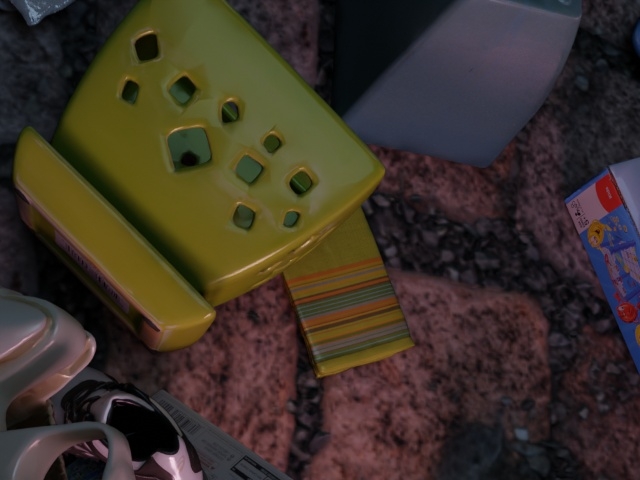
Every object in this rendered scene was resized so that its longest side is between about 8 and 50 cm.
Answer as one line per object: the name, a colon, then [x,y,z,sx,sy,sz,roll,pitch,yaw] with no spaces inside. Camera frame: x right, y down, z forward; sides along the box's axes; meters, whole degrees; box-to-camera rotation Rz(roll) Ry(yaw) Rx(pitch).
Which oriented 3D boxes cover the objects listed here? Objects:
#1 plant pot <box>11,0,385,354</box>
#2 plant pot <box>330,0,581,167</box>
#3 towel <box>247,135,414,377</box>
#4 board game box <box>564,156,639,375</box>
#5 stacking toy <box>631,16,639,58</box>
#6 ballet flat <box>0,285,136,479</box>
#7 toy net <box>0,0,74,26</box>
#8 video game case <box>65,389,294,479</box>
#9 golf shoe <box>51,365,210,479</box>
plant pot: [-0.112,-0.044,1.164,0.228,0.227,0.207,45,76,0]
plant pot: [0.130,-0.199,1.318,0.166,0.234,0.165,11,66,-18]
towel: [0.000,0.000,1.312,0.102,0.021,0.237,-13,75,-29]
board game box: [0.432,0.046,1.428,0.308,0.086,0.302,-14,76,-26]
stacking toy: [0.456,-0.237,1.425,0.175,0.302,0.165,-34,85,-28]
ballet flat: [-0.211,0.158,1.016,0.164,0.182,0.482,26,34,-54]
toy net: [-0.323,-0.225,1.257,0.232,0.045,0.122,-5,70,-25]
video game case: [-0.120,0.197,1.136,0.157,0.019,0.143,30,54,31]
golf shoe: [-0.160,0.130,1.120,0.198,0.094,0.077,30,55,28]
